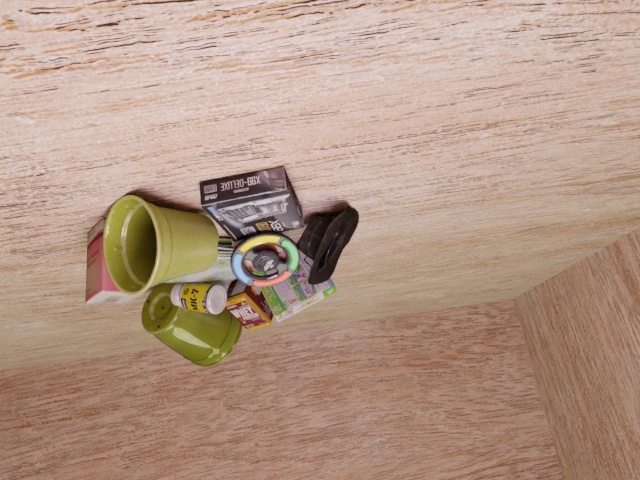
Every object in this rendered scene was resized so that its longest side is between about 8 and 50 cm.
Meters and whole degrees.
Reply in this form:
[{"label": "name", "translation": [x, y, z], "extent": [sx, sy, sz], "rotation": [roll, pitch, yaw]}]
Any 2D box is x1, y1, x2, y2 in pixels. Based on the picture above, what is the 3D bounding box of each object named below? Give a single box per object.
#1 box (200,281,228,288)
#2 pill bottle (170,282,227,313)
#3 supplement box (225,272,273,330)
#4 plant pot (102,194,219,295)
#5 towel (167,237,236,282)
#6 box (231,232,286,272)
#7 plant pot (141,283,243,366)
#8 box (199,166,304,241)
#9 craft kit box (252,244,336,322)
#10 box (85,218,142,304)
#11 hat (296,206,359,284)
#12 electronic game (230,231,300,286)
[{"label": "box", "translation": [-0.461, 0.178, 2.117], "extent": [0.102, 0.087, 0.101], "rotation": [2, 158, -27]}, {"label": "pill bottle", "translation": [-0.497, 0.230, 1.997], "extent": [0.209, 0.119, 0.119], "rotation": [3, 167, 26]}, {"label": "supplement box", "translation": [-0.292, 0.247, 2.119], "extent": [0.129, 0.194, 0.191], "rotation": [-20, 123, 30]}, {"label": "plant pot", "translation": [-0.449, 0.011, 1.444], "extent": [0.276, 0.276, 0.254], "rotation": [-23, 167, 36]}, {"label": "towel", "translation": [-0.417, 0.084, 1.874], "extent": [0.321, 0.090, 0.374], "rotation": [6, 156, -34]}, {"label": "box", "translation": [-0.205, 0.021, 1.667], "extent": [0.171, 0.091, 0.130], "rotation": [-16, 125, -5]}, {"label": "plant pot", "translation": [-0.608, 0.358, 2.245], "extent": [0.367, 0.366, 0.353], "rotation": [-18, 147, 24]}, {"label": "box", "translation": [-0.192, -0.100, 1.465], "extent": [0.243, 0.076, 0.307], "rotation": [-10, 161, 4]}, {"label": "craft kit box", "translation": [-0.105, 0.149, 1.846], "extent": [0.247, 0.250, 0.061], "rotation": [-25, 142, -10]}, {"label": "box", "translation": [-0.639, 0.071, 1.518], "extent": [0.127, 0.232, 0.149], "rotation": [10, 154, -41]}, {"label": "hat", "translation": [0.000, 0.000, 1.695], "extent": [0.134, 0.331, 0.331], "rotation": [27, 168, 16]}, {"label": "electronic game", "translation": [-0.181, 0.066, 1.613], "extent": [0.229, 0.048, 0.229], "rotation": [-9, 129, -11]}]
